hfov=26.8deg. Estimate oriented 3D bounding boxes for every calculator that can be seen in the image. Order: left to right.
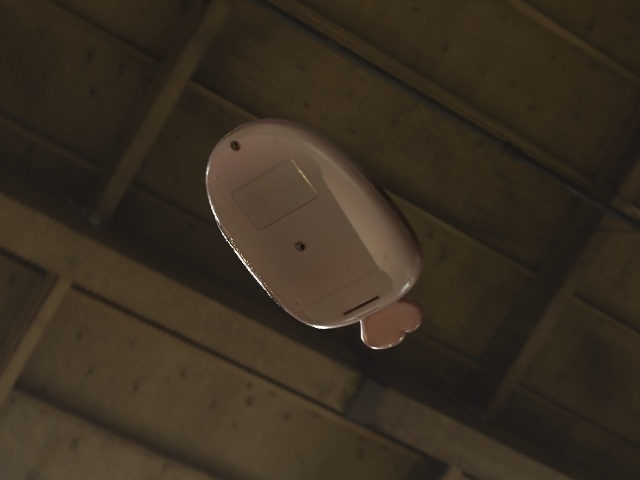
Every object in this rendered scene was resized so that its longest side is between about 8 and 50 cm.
[{"bbox_3d":[0.000,0.000,0.782,0.103,0.024,0.166,-30,-71,31],"label":"calculator"}]
